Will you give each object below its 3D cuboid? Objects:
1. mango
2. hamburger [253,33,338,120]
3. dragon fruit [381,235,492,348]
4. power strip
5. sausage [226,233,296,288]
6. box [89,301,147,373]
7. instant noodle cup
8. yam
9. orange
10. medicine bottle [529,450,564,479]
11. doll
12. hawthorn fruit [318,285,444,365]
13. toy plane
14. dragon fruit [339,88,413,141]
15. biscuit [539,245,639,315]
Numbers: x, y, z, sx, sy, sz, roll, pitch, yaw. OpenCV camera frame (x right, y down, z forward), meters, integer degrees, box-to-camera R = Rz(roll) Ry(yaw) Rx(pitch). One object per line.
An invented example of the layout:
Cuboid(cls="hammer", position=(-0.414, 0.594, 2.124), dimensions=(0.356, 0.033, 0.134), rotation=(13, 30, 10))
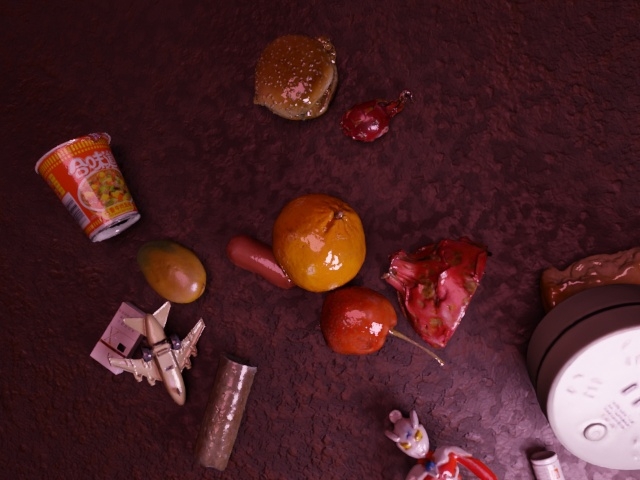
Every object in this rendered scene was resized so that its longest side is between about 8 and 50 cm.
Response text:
Cuboid(cls="mango", position=(-0.359, 0.070, 1.325), dimensions=(0.194, 0.092, 0.130), rotation=(25, 91, 19))
Cuboid(cls="hamburger", position=(-0.056, -0.391, 1.298), dimensions=(0.189, 0.122, 0.215), rotation=(27, 87, 12))
Cuboid(cls="dragon fruit", position=(0.234, 0.091, 1.210), dimensions=(0.211, 0.134, 0.262), rotation=(21, 89, 13))
Cuboid(cls="power strip", position=(0.591, 0.254, 1.059), dimensions=(0.357, 0.161, 0.358), rotation=(2, 113, 4))
Cuboid(cls="sausage", position=(-0.133, 0.048, 1.298), dimensions=(0.194, 0.077, 0.077), rotation=(25, 89, 10))
Cuboid(cls="box", position=(-0.482, 0.236, 1.350), dimensions=(0.083, 0.040, 0.154), rotation=(31, 89, 8))
Cuboid(cls="instant noodle cup", position=(-0.539, -0.119, 1.329), dimensions=(0.193, 0.193, 0.212), rotation=(-31, 89, 5))
Cuboid(cls="yam", position=(-0.223, 0.395, 1.273), dimensions=(0.093, 0.093, 0.260), rotation=(16, 88, 9))
Cuboid(cls="orange", position=(0.000, 0.002, 1.211), dimensions=(0.219, 0.193, 0.220), rotation=(9, 75, -35))
Cuboid(cls="medicine bottle", position=(0.486, 0.499, 1.175), dimensions=(0.057, 0.057, 0.089), rotation=(-17, 84, 7))
Cuboid(cls="doll", position=(0.265, 0.516, 1.143), dimensions=(0.188, 0.099, 0.384), rotation=(-37, 65, -4))
Cuboid(cls="hawthorn fruit", position=(0.135, 0.196, 1.196), dimensions=(0.285, 0.165, 0.165), rotation=(19, 88, 17))
Cuboid(cls="toy plane", position=(-0.364, 0.274, 1.293), dimensions=(0.228, 0.092, 0.245), rotation=(-22, 92, -22))
Cuboid(cls="dragon fruit", position=(0.138, -0.290, 1.281), dimensions=(0.190, 0.094, 0.094), rotation=(-26, 82, -6))
Cuboid(cls="biscuit", position=(0.610, 0.129, 1.167), dimensions=(0.273, 0.091, 0.213), rotation=(-10, 96, 6))
